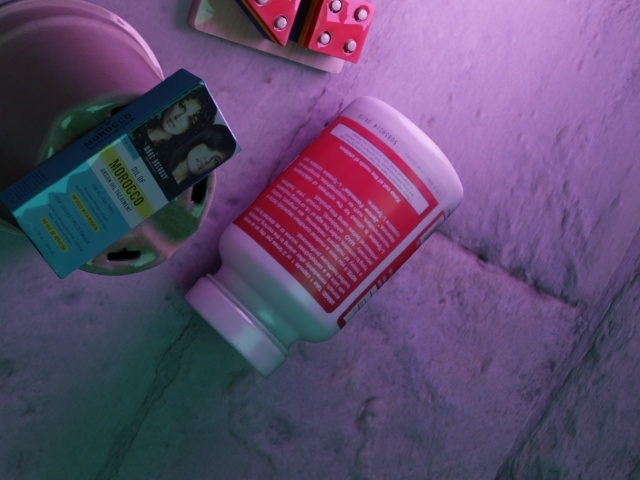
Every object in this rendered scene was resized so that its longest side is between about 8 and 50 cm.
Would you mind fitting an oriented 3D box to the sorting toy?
[{"bbox_3d":[-0.022,-0.381,1.495,0.255,0.089,0.257,12,104,-34],"label":"sorting toy"}]

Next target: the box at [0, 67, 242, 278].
[{"bbox_3d":[-0.212,-0.073,1.148,0.244,0.060,0.101,-37,125,-13],"label":"box"}]

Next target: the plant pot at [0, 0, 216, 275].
[{"bbox_3d":[-0.289,-0.109,1.314,0.333,0.305,0.334,-13,117,-26],"label":"plant pot"}]

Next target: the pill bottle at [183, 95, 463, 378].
[{"bbox_3d":[0.000,0.000,1.586,0.408,0.229,0.229,-45,126,-7],"label":"pill bottle"}]
